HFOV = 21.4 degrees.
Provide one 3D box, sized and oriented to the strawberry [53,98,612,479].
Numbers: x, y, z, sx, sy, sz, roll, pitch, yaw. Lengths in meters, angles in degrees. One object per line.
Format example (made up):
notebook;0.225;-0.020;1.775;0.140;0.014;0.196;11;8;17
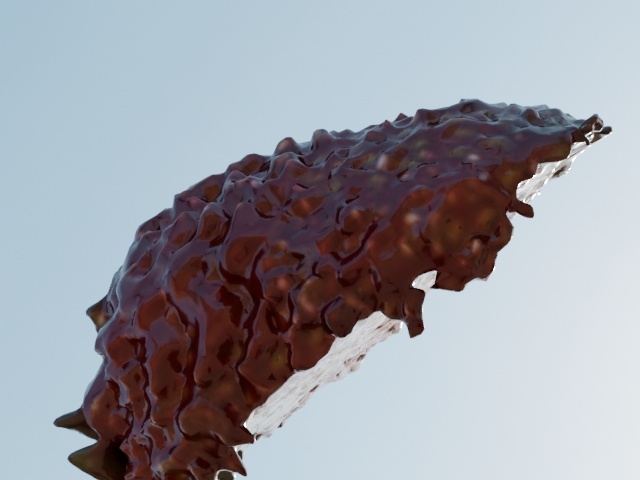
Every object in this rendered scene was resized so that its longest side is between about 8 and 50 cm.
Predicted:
strawberry;0.000;0.000;0.840;0.138;0.233;0.306;46;-67;3
